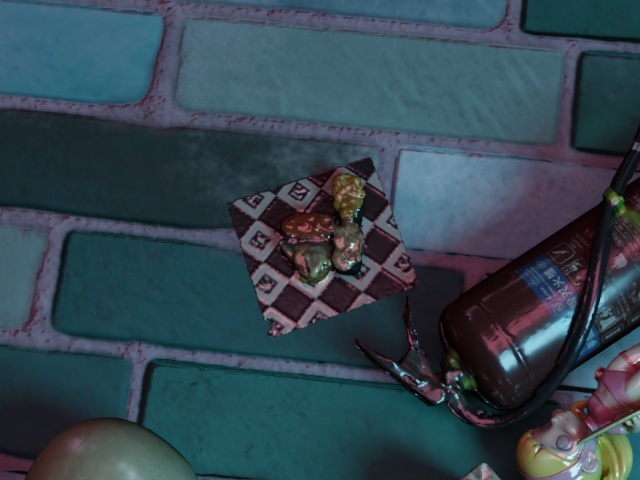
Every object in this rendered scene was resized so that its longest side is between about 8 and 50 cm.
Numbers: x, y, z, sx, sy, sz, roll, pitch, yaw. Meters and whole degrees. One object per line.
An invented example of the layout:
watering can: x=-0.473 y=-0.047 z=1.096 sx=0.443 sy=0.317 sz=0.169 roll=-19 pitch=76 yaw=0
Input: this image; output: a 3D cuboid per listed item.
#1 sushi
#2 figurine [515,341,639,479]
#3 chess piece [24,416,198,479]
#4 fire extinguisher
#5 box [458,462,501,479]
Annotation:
sushi: x=0.000 y=0.000 z=1.403 sx=0.126 sy=0.026 sz=0.120 roll=-19 pitch=71 yaw=-4
figurine: x=0.215 y=0.130 z=1.296 sx=0.083 sy=0.083 sz=0.187 roll=44 pitch=95 yaw=16
chess piece: x=-0.205 y=0.272 z=1.247 sx=0.182 sy=0.182 sz=0.330 roll=30 pitch=69 yaw=13
fire extinguisher: x=0.192 y=0.023 z=1.340 sx=0.341 sy=0.105 sz=0.141 roll=-32 pitch=80 yaw=-9
box: x=0.104 y=0.199 z=1.285 sx=0.062 sy=0.098 sz=0.045 roll=-39 pitch=78 yaw=-10
